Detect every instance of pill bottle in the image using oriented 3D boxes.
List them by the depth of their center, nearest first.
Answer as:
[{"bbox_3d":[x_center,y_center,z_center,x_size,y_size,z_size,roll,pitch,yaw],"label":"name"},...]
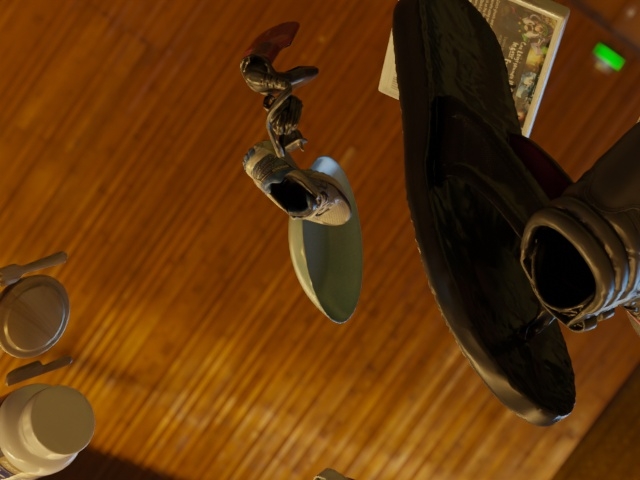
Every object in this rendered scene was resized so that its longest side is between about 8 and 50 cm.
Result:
[{"bbox_3d":[-0.351,0.233,1.912,0.112,0.112,0.186,32,149,-22],"label":"pill bottle"}]

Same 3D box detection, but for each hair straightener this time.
[{"bbox_3d":[-0.022,-0.109,1.171,0.230,0.047,0.089,-95,-19,-78],"label":"hair straightener"}]

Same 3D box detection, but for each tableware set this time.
[{"bbox_3d":[-0.333,0.085,1.545,0.194,0.128,0.039,-19,-150,-40],"label":"tableware set"}]

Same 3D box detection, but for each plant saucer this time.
[{"bbox_3d":[0.000,0.000,1.825,0.037,0.195,0.195,-5,172,21],"label":"plant saucer"}]

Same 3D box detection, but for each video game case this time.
[{"bbox_3d":[0.155,-0.196,1.643,0.173,0.190,0.022,25,-132,13],"label":"video game case"}]

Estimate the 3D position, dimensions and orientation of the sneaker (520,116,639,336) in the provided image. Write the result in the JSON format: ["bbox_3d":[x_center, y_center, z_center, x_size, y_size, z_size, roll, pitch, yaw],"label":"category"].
[{"bbox_3d":[0.228,0.027,1.247,0.104,0.147,0.296,46,165,31],"label":"sneaker"}]

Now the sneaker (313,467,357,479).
[{"bbox_3d":[0.024,0.320,1.549,0.153,0.235,0.094,28,-135,29],"label":"sneaker"}]

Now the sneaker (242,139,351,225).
[{"bbox_3d":[-0.018,-0.039,1.487,0.135,0.052,0.058,29,-156,-41],"label":"sneaker"}]

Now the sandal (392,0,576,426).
[{"bbox_3d":[0.154,-0.059,1.368,0.167,0.107,0.446,22,-132,-43],"label":"sandal"}]
